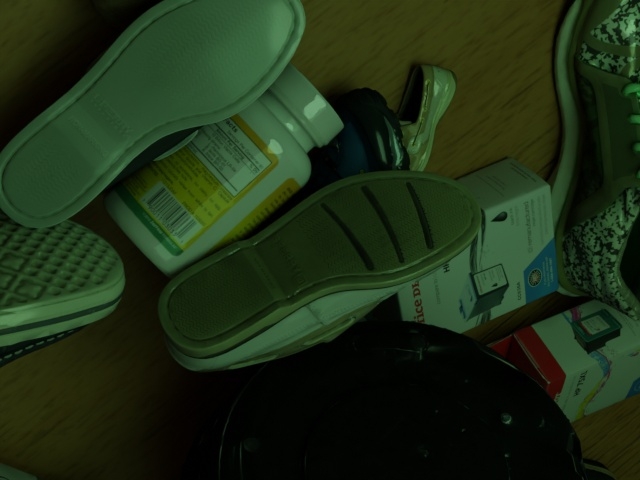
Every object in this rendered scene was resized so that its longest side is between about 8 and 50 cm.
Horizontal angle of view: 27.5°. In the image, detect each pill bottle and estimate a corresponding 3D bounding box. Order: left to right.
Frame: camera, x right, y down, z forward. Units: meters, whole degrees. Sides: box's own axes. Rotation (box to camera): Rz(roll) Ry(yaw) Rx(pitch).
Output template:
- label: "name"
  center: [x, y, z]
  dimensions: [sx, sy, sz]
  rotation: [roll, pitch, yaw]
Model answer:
- label: "pill bottle"
  center: [-0.083, -0.065, 1.179]
  dimensions: [0.208, 0.117, 0.117]
  rotation: [-43, 127, -1]

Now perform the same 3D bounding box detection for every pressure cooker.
- label: "pressure cooker"
  center: [0.050, 0.333, 1.278]
  dimensions: [0.370, 0.375, 0.420]
  rotation: [-9, 142, -15]

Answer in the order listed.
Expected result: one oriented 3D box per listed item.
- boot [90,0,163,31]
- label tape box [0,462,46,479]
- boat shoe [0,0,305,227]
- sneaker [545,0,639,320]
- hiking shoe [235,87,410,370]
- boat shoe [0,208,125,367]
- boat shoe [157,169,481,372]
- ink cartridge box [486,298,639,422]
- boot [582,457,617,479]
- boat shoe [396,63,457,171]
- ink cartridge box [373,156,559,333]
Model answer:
- label: "boot"
  center: [-0.058, -0.257, 1.120]
  dimensions: [0.305, 0.112, 0.115]
  rotation: [-15, 145, -20]
- label: "label tape box"
  center: [-0.389, 0.310, 1.218]
  dimensions: [0.334, 0.106, 0.240]
  rotation: [29, 100, -29]
- label: "boat shoe"
  center: [-0.147, -0.125, 1.104]
  dimensions: [0.302, 0.091, 0.114]
  rotation: [-31, 102, 5]
- label: "sneaker"
  center: [0.340, -0.097, 1.350]
  dimensions: [0.158, 0.182, 0.410]
  rotation: [-9, 119, -24]
- label: "hiking shoe"
  center: [0.000, 0.000, 1.261]
  dimensions: [0.132, 0.113, 0.304]
  rotation: [-3, 116, -28]
- label: "boat shoe"
  center: [-0.399, 0.092, 1.050]
  dimensions: [0.500, 0.187, 0.156]
  rotation: [-17, 133, -27]
- label: "boat shoe"
  center: [-0.001, 0.029, 1.177]
  dimensions: [0.302, 0.113, 0.103]
  rotation: [-21, 157, -10]
- label: "ink cartridge box"
  center: [0.284, 0.145, 1.488]
  dimensions: [0.231, 0.078, 0.134]
  rotation: [-20, 146, -18]
- label: "boot"
  center: [0.317, 0.317, 1.586]
  dimensions: [0.198, 0.137, 0.077]
  rotation: [8, 111, -31]
- label: "boat shoe"
  center: [0.088, -0.111, 1.293]
  dimensions: [0.045, 0.050, 0.135]
  rotation: [18, 96, -31]
- label: "ink cartridge box"
  center: [0.146, 0.016, 1.370]
  dimensions: [0.191, 0.082, 0.139]
  rotation: [-23, 124, -18]
